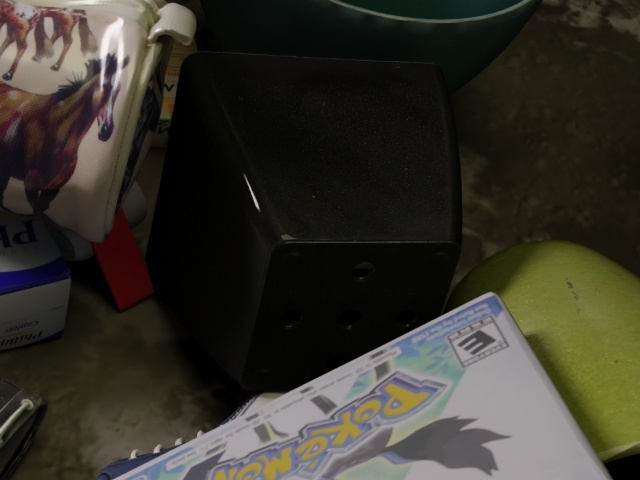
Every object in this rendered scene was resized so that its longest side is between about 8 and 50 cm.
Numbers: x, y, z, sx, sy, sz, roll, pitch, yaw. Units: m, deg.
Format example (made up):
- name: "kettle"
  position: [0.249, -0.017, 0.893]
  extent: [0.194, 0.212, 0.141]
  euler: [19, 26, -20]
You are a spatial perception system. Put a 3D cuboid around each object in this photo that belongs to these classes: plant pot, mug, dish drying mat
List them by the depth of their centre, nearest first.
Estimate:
- name: "plant pot"
  position: [0.171, 0.134, 1.071]
  extent: [0.275, 0.274, 0.293]
  euler: [7, 33, -13]
- name: "plant pot"
  position: [0.000, 0.000, 1.139]
  extent: [0.188, 0.187, 0.167]
  euler: [0, 39, -19]
- name: "dish drying mat"
  position: [-0.144, 0.006, 1.188]
  extent: [0.032, 0.083, 0.008]
  euler: [-31, 22, -31]
- name: "mug"
  position: [-0.172, -0.017, 1.214]
  extent: [0.062, 0.078, 0.064]
  euler: [52, 56, -15]
- name: "plant pot"
  position: [0.023, -0.199, 1.340]
  extent: [0.290, 0.195, 0.290]
  euler: [10, 47, -10]

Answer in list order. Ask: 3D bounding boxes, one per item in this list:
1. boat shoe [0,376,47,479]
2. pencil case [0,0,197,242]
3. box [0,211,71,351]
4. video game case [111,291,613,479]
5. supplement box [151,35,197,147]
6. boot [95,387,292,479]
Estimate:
- name: "boat shoe"
  position: [-0.227, 0.161, 1.011]
  extent: [0.070, 0.077, 0.219]
  euler: [21, 44, 2]
- name: "pencil case"
  position: [-0.286, -0.132, 1.088]
  extent: [0.410, 0.183, 0.160]
  euler: [17, 41, 3]
- name: "box"
  position: [-0.252, 0.009, 1.143]
  extent: [0.126, 0.072, 0.137]
  euler: [-14, 56, -29]
- name: "video game case"
  position: [-0.014, 0.169, 0.870]
  extent: [0.329, 0.036, 0.300]
  euler: [-26, 25, 2]
- name: "supplement box"
  position: [-0.125, -0.119, 1.326]
  extent: [0.062, 0.036, 0.098]
  euler: [1, 50, -18]
- name: "boot"
  position: [-0.086, 0.145, 1.085]
  extent: [0.086, 0.069, 0.190]
  euler: [14, 32, 19]
